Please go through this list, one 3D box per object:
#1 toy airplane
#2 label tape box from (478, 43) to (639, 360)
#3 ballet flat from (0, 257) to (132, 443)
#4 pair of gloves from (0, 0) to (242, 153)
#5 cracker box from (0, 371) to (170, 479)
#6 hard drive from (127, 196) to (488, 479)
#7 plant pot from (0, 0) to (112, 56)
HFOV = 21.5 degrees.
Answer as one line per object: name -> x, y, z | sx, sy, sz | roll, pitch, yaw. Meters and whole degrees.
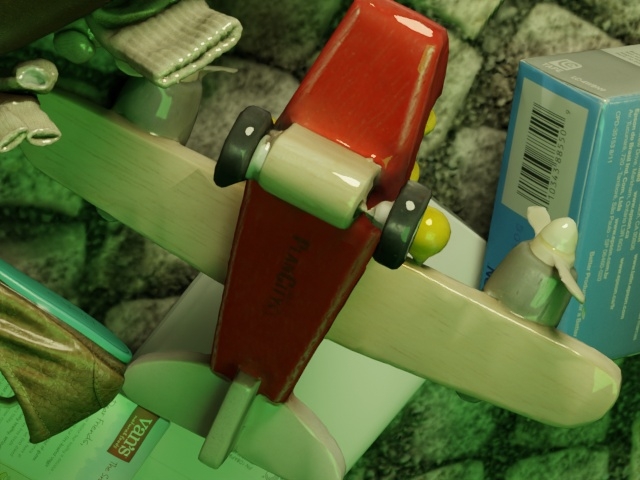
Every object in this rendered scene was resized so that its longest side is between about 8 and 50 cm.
toy airplane -> 0.000, 0.000, 1.277 | 0.384, 0.272, 0.386 | -12, 122, 34
label tape box -> 0.312, -0.043, 1.480 | 0.348, 0.115, 0.249 | -12, 120, -37
ballet flat -> -0.296, 0.026, 1.228 | 0.342, 0.116, 0.124 | 42, 88, -14
pair of gloves -> -0.186, -0.132, 1.189 | 0.240, 0.204, 0.042 | -28, 121, -6
cracker box -> -0.258, 0.140, 1.347 | 0.232, 0.067, 0.155 | 33, 99, -17
hard drive -> -0.020, 0.095, 1.460 | 0.233, 0.047, 0.353 | 35, 98, -31
plant pot -> -0.271, -0.196, 1.143 | 0.230, 0.215, 0.215 | -35, 124, 16
